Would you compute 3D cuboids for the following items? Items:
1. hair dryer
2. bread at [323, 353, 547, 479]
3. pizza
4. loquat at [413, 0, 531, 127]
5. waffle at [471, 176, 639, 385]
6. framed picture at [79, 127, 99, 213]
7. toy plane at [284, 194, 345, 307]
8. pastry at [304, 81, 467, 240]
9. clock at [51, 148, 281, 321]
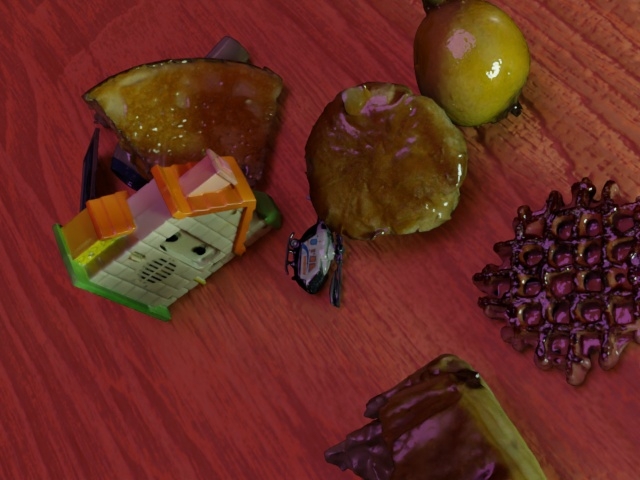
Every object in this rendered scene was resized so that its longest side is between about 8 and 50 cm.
[{"bbox_3d":[-0.253,-0.245,1.536,0.296,0.119,0.298,-39,39,2],"label":"hair dryer"},{"bbox_3d":[0.116,0.337,0.929,0.314,0.191,0.370,-36,42,3],"label":"bread"},{"bbox_3d":[-0.194,-0.169,1.383,0.089,0.323,0.223,-27,76,63],"label":"pizza"},{"bbox_3d":[0.192,-0.240,1.176,0.149,0.172,0.204,-25,100,13],"label":"loquat"},{"bbox_3d":[0.302,0.040,1.051,0.234,0.055,0.221,-49,52,8],"label":"waffle"},{"bbox_3d":[-0.400,-0.105,1.561,0.109,0.011,0.149,131,141,-51],"label":"framed picture"},{"bbox_3d":[-0.001,-0.001,1.269,0.078,0.053,0.197,-3,66,23],"label":"toy plane"},{"bbox_3d":[0.080,-0.093,1.181,0.218,0.100,0.229,45,109,3],"label":"pastry"},{"bbox_3d":[-0.206,-0.018,1.293,0.255,0.220,0.106,-36,59,11],"label":"clock"}]
